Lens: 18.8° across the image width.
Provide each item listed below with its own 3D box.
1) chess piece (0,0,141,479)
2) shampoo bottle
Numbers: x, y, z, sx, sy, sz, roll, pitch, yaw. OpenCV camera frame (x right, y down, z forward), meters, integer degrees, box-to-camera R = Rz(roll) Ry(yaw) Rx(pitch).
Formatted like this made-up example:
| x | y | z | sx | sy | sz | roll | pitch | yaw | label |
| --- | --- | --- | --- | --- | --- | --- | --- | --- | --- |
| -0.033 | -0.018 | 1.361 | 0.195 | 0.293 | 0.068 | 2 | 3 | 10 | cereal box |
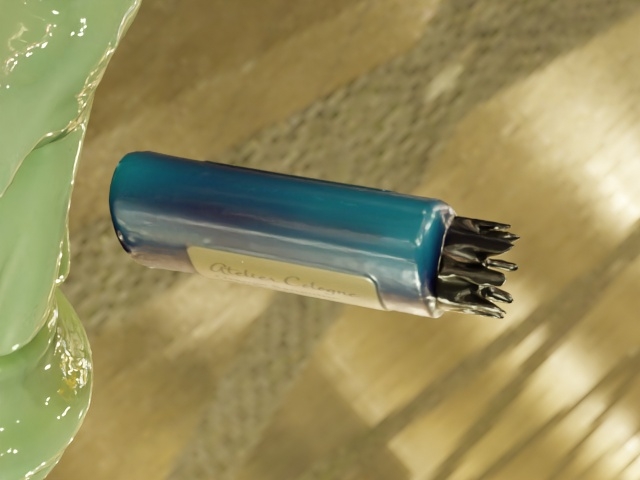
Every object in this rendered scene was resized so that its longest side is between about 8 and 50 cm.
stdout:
| x | y | z | sx | sy | sz | roll | pitch | yaw | label |
| --- | --- | --- | --- | --- | --- | --- | --- | --- | --- |
| -0.158 | -0.018 | 0.882 | 0.176 | 0.176 | 0.298 | -28 | 152 | -45 | chess piece |
| 0.000 | 0.000 | 0.878 | 0.087 | 0.183 | 0.050 | 63 | 39 | -66 | shampoo bottle |
